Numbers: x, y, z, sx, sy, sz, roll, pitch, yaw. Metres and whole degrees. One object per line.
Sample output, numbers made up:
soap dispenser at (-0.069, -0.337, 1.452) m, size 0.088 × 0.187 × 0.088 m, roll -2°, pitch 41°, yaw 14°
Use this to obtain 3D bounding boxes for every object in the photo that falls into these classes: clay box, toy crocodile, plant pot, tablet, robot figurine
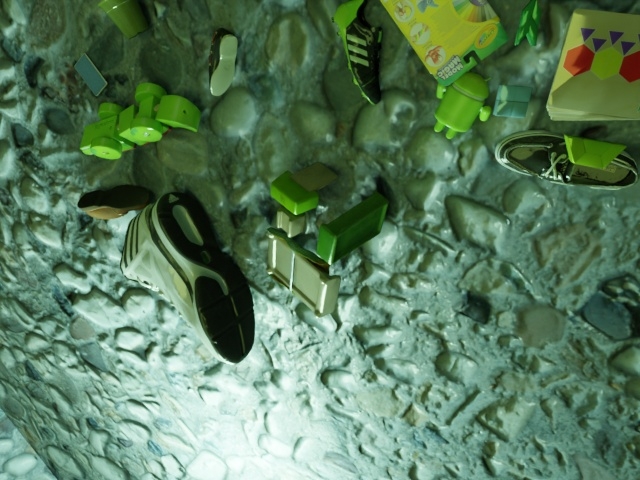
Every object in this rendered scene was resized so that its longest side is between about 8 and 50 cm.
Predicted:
clay box at (0.187, -0.375, 0.748) m, size 0.127 × 0.053 × 0.222 m, roll -33°, pitch 100°, yaw 26°
toy crocodile at (-0.419, -0.256, 1.053) m, size 0.340 × 0.105 × 0.115 m, roll -11°, pitch 69°, yaw 29°
plant pot at (-0.395, -0.461, 0.953) m, size 0.083 × 0.083 × 0.079 m, roll -12°, pitch 121°, yaw 28°
tablet at (-0.536, -0.387, 1.089) m, size 0.054 × 0.006 × 0.083 m, roll -29°, pitch 100°, yaw 32°
robot figurine at (0.240, -0.233, 0.794) m, size 0.101 × 0.067 × 0.115 m, roll 34°, pitch 124°, yaw 14°

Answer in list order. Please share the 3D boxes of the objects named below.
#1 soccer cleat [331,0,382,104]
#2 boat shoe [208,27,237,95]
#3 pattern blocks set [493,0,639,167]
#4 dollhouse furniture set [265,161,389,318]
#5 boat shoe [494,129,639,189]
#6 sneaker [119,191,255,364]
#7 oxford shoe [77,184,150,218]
soccer cleat at (0.080, -0.331, 0.819) m, size 0.072 × 0.060 × 0.179 m, roll -15°, pitch 106°, yaw 27°
boat shoe at (-0.200, -0.357, 0.938) m, size 0.042 × 0.049 × 0.133 m, roll 49°, pitch 136°, yaw 28°
pattern blocks set at (0.433, -0.248, 0.673) m, size 0.325 × 0.026 × 0.285 m, roll 16°, pitch 112°, yaw 0°
dollhouse furniture set at (0.000, 0.000, 1.020) m, size 0.197 × 0.151 × 0.301 m, roll 39°, pitch 144°, yaw 25°
boat shoe at (0.404, -0.133, 0.771) m, size 0.219 × 0.070 × 0.077 m, roll 12°, pitch 119°, yaw 18°
sneaker at (-0.345, 0.115, 1.194) m, size 0.257 × 0.169 × 0.447 m, roll -18°, pitch 99°, yaw 39°
oxford shoe at (-0.519, -0.093, 1.206) m, size 0.212 × 0.076 × 0.076 m, roll -2°, pitch 144°, yaw 22°
